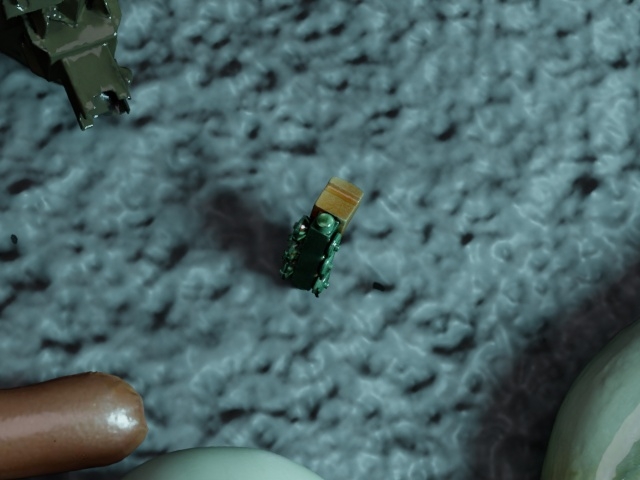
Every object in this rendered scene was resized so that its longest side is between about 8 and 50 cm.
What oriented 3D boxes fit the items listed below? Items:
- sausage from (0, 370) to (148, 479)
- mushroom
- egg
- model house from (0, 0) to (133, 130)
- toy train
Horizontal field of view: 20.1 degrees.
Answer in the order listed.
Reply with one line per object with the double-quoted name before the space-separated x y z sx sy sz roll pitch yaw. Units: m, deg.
"sausage" -0.232 0.148 1.406 0.194 0.077 0.077 -8 74 -14
"mushroom" 0.299 0.140 1.494 0.397 0.126 0.177 -34 104 -18
"egg" -0.072 0.231 1.370 0.209 0.151 0.151 -2 73 -13
"model house" -0.241 -0.197 1.443 0.204 0.211 0.243 -23 78 -16
"toy train" 0.000 0.000 1.490 0.044 0.103 0.064 26 54 5
